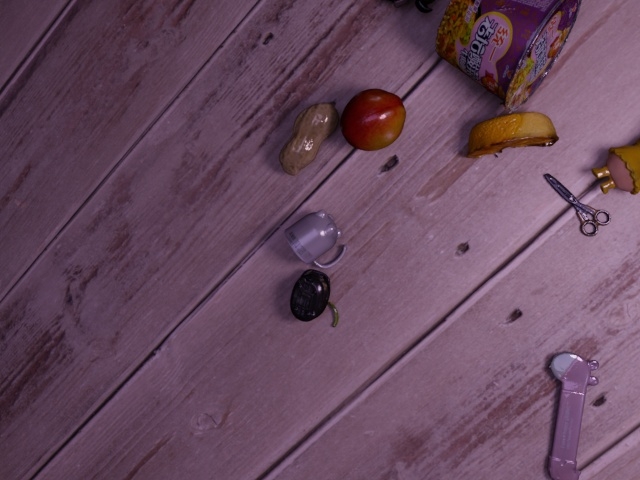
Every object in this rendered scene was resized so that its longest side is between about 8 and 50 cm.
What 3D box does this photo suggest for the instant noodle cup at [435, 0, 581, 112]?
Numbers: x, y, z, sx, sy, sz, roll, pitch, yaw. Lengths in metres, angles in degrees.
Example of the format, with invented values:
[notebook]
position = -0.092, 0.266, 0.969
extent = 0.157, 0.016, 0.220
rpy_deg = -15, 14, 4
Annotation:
[instant noodle cup]
position = 0.486, -0.552, 1.561
extent = 0.266, 0.340, 0.339
rpy_deg = 35, 101, 21

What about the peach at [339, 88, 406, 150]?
[peach]
position = 0.146, -0.356, 1.725
extent = 0.198, 0.197, 0.197
rpy_deg = 1, 92, 16

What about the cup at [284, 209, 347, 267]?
[cup]
position = -0.005, -0.003, 1.810
extent = 0.142, 0.134, 0.173
rpy_deg = -35, 81, 13

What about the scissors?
[scissors]
position = 0.721, -0.111, 1.652
extent = 0.088, 0.017, 0.220
rpy_deg = -44, 79, 14

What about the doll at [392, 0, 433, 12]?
[doll]
position = 0.255, -0.768, 1.712
extent = 0.258, 0.117, 0.181
rpy_deg = 13, 97, 16

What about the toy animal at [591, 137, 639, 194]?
[toy animal]
position = 0.854, -0.207, 1.546
extent = 0.230, 0.156, 0.156
rpy_deg = -29, 84, 19

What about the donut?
[donut]
position = 0.537, -0.299, 1.628
extent = 0.259, 0.152, 0.101
rpy_deg = -6, 88, 16

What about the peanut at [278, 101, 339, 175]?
[peanut]
position = -0.045, -0.325, 1.822
extent = 0.124, 0.123, 0.256
rpy_deg = 41, 106, 11

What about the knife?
[knife]
position = 0.711, 0.516, 1.668
extent = 0.132, 0.038, 0.398
rpy_deg = 7, 95, 18

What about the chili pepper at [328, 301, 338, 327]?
[chili pepper]
position = 0.043, 0.238, 1.865
extent = 0.031, 0.017, 0.083
rpy_deg = -5, 91, 18

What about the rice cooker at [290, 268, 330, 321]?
[rice cooker]
position = -0.033, 0.176, 1.841
extent = 0.112, 0.106, 0.165
rpy_deg = 18, 108, 19
